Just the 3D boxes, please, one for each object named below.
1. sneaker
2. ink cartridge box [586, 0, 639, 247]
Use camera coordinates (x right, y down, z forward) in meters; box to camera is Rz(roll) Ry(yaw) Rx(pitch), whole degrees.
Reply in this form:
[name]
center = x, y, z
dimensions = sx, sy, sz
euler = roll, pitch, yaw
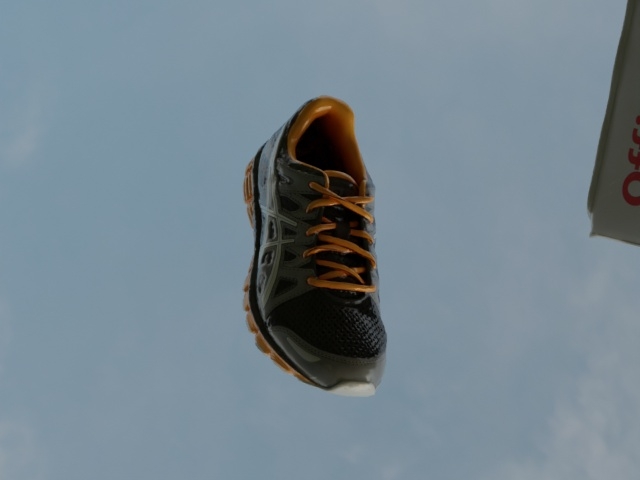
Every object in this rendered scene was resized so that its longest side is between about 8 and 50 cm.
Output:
[sneaker]
center = 0.000, 0.000, 0.958
dimensions = 0.083, 0.084, 0.215
euler = -58, -145, 40
[ink cartridge box]
center = 0.335, -0.077, 0.921
dimensions = 0.307, 0.129, 0.223
euler = 16, -81, 38
